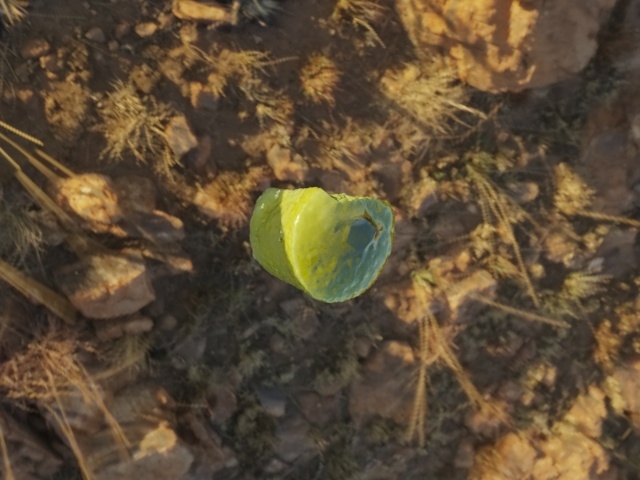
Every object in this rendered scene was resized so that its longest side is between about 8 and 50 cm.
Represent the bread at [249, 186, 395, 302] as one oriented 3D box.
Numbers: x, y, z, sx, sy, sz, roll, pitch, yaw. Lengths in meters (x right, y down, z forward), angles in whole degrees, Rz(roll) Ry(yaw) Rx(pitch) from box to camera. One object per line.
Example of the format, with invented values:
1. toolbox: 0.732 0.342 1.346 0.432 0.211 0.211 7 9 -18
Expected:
1. bread: 0.000 0.000 0.839 0.129 0.114 0.111 15 92 -37
